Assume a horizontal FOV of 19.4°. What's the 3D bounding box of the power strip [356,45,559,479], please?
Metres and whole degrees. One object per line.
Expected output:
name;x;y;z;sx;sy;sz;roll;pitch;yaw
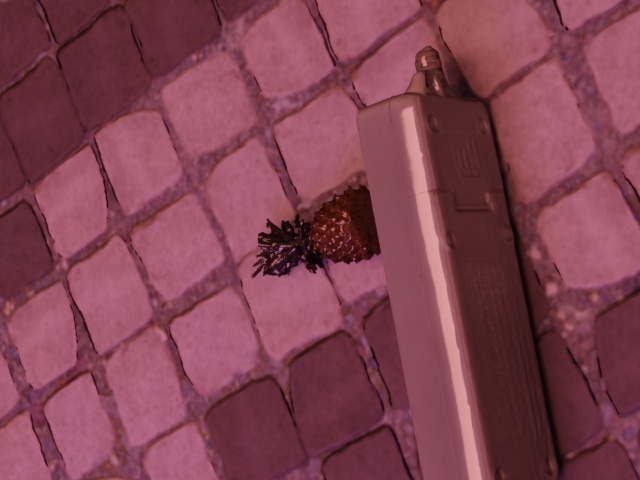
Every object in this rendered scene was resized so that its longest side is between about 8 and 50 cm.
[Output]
power strip;0.094;0.031;1.290;0.058;0.098;0.338;-15;81;38

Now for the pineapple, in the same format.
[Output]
pineapple;0.000;0.000;1.395;0.124;0.058;0.058;-22;77;49
